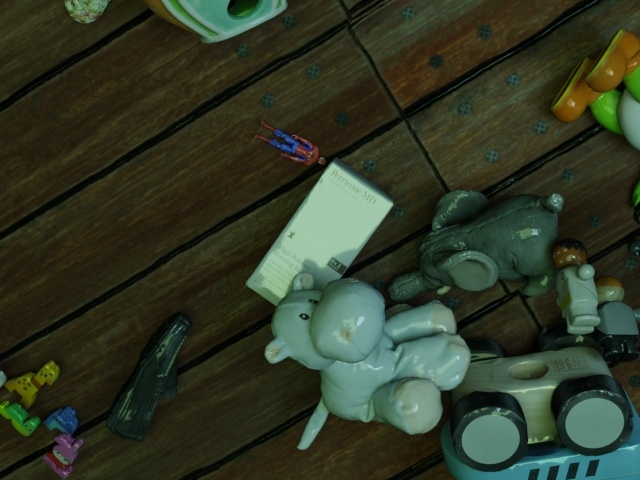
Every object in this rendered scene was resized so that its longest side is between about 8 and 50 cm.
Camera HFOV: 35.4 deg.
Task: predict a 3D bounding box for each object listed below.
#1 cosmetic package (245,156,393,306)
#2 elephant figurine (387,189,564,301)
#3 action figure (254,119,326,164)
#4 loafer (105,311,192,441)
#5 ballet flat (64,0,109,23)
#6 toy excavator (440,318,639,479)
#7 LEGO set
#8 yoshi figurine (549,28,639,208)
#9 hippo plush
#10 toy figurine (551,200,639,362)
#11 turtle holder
[{"bbox_3d":[0.000,0.000,1.520,0.117,0.085,0.231,34,100,-2],"label":"cosmetic package"},{"bbox_3d":[0.218,0.014,1.461,0.239,0.169,0.186,-4,103,1],"label":"elephant figurine"},{"bbox_3d":[-0.043,-0.144,1.530,0.115,0.030,0.038,25,94,-2],"label":"action figure"},{"bbox_3d":[-0.257,0.216,1.578,0.078,0.076,0.223,29,98,-15],"label":"loafer"},{"bbox_3d":[-0.325,-0.439,1.482,0.091,0.077,0.241,25,100,-1],"label":"ballet flat"},{"bbox_3d":[0.410,0.361,1.505,0.432,0.222,0.445,-9,111,5],"label":"toy excavator"},{"bbox_3d":[-0.441,0.251,1.583,0.227,0.087,0.093,45,114,-3],"label":"LEGO set"},{"bbox_3d":[0.504,-0.118,1.424,0.362,0.203,0.203,35,115,-4],"label":"yoshi figurine"},{"bbox_3d":[0.048,0.133,1.444,0.294,0.234,0.236,-15,127,42],"label":"hippo plush"},{"bbox_3d":[0.431,0.054,1.362,0.209,0.213,0.148,-25,52,33],"label":"toy figurine"},{"bbox_3d":[-0.127,-0.424,1.415,0.320,0.243,0.228,-37,114,-31],"label":"turtle holder"}]
